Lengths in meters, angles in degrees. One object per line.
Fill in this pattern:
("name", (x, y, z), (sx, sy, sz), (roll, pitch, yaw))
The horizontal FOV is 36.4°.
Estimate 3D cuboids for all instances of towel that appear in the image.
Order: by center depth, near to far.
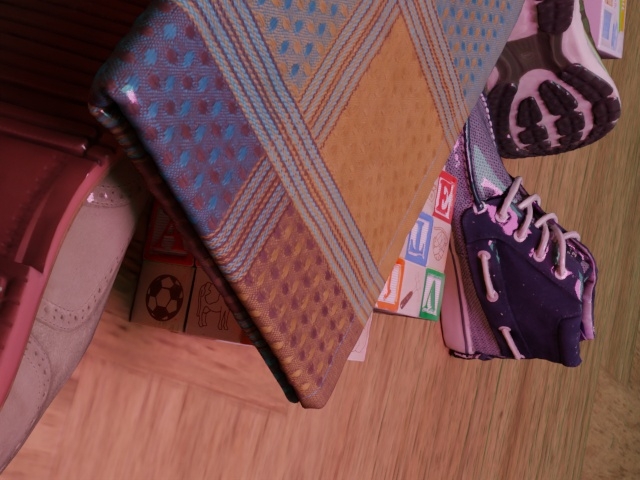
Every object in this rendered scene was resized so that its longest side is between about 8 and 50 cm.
("towel", (0.024, -0.122, 0.569), (0.370, 0.040, 0.271), (-61, 144, -29))

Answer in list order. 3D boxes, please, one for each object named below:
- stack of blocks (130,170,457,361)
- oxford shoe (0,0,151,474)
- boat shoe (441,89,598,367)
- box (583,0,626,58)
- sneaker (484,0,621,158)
("stack of blocks", (0.000, 0.000, 0.731), (0.297, 0.087, 0.171), (18, 80, -59))
("oxford shoe", (-0.146, -0.024, 0.489), (0.130, 0.123, 0.348), (98, 14, -59))
("boat shoe", (0.201, -0.018, 1.001), (0.127, 0.158, 0.340), (-50, 136, -44))
("box", (0.312, -0.328, 1.187), (0.114, 0.103, 0.203), (-7, 102, -59))
("sneaker", (0.224, -0.238, 1.037), (0.410, 0.158, 0.182), (56, 31, -54))
